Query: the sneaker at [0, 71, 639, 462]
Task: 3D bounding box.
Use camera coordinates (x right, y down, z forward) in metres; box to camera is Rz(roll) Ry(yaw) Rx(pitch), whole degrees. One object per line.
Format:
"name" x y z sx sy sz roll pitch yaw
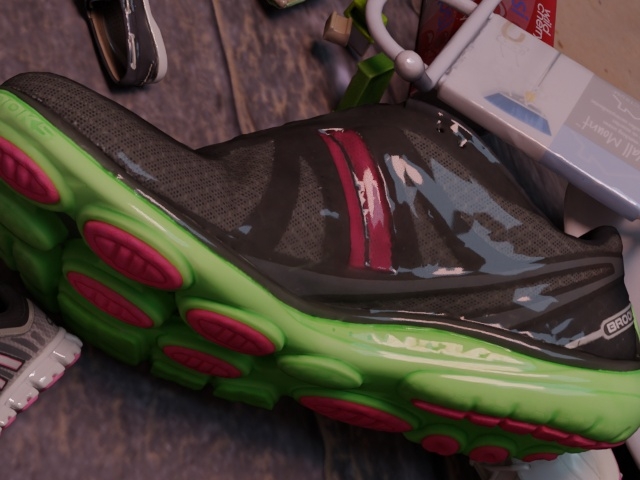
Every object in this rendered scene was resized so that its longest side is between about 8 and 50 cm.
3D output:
"sneaker" 0.000 0.000 0.915 0.483 0.185 0.202 21 62 -24

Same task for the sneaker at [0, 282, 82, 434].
"sneaker" -0.210 0.082 0.808 0.075 0.063 0.170 52 41 -9

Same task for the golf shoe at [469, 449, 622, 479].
"golf shoe" 0.136 0.136 1.057 0.140 0.115 0.306 11 55 -27

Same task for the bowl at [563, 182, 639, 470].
"bowl" 0.314 0.066 1.142 0.298 0.134 0.298 45 34 -43

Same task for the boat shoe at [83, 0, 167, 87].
"boat shoe" -0.147 -0.166 0.992 0.038 0.046 0.125 -18 90 -49

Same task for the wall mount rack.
"wall mount rack" 0.181 -0.101 1.010 0.350 0.130 0.304 32 45 5

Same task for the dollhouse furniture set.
"dollhouse furniture set" -0.003 -0.170 1.131 0.076 0.058 0.152 -28 70 -37

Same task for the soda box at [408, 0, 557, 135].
"soda box" 0.150 -0.225 1.238 0.083 0.092 0.263 28 54 -27
